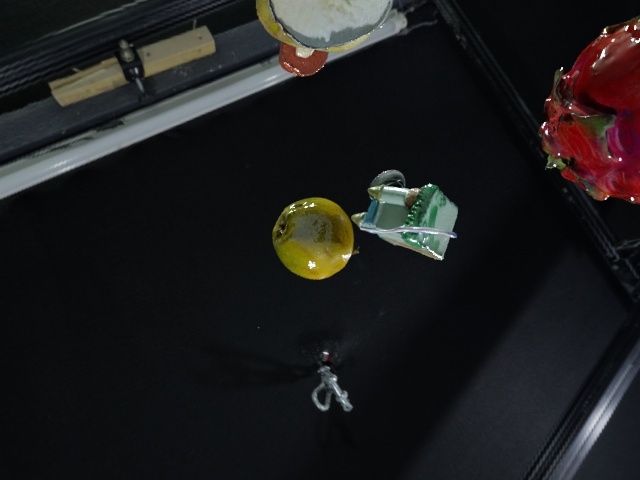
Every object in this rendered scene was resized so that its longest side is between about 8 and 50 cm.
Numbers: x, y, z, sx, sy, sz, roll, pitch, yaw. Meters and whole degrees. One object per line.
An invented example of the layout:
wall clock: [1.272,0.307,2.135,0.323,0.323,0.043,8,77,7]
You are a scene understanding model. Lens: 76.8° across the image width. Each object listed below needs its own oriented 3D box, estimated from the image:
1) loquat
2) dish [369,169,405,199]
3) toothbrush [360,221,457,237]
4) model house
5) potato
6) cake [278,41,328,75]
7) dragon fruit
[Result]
loquat: [0.000,0.000,1.058,0.246,0.213,0.213,17,-106,-31]
dish: [0.251,-0.170,1.430,0.141,0.141,0.078,-17,-132,-12]
toothbrush: [0.241,-0.028,1.128,0.269,0.021,0.027,6,-63,19]
model house: [0.248,-0.085,1.350,0.325,0.267,0.194,15,-94,36]
potato: [0.001,-0.486,0.762,0.246,0.196,0.299,25,-89,-22]
cake: [-0.047,-0.721,1.414,0.177,0.151,0.283,5,-69,-13]
dragon fruit: [0.351,-0.140,0.391,0.193,0.274,0.192,-8,-108,-44]
